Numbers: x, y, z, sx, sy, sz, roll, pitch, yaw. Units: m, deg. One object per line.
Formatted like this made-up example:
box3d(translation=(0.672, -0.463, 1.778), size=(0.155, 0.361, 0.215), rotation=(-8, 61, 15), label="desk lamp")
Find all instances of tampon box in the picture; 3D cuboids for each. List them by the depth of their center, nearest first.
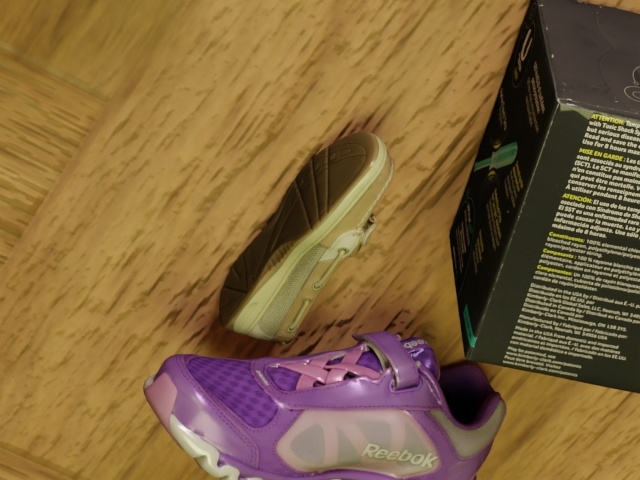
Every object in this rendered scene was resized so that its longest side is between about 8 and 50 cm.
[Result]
box3d(translation=(0.140, -0.025, 0.912), size=(0.101, 0.120, 0.161), rotation=(11, 124, -7), label="tampon box")

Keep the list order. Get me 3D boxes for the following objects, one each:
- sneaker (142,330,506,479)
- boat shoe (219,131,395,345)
box3d(translation=(0.012, 0.092, 0.998), size=(0.236, 0.095, 0.104), rotation=(18, 115, -35), label="sneaker")
box3d(translation=(0.000, 0.002, 0.971), size=(0.048, 0.056, 0.153), rotation=(23, 124, -24), label="boat shoe")
